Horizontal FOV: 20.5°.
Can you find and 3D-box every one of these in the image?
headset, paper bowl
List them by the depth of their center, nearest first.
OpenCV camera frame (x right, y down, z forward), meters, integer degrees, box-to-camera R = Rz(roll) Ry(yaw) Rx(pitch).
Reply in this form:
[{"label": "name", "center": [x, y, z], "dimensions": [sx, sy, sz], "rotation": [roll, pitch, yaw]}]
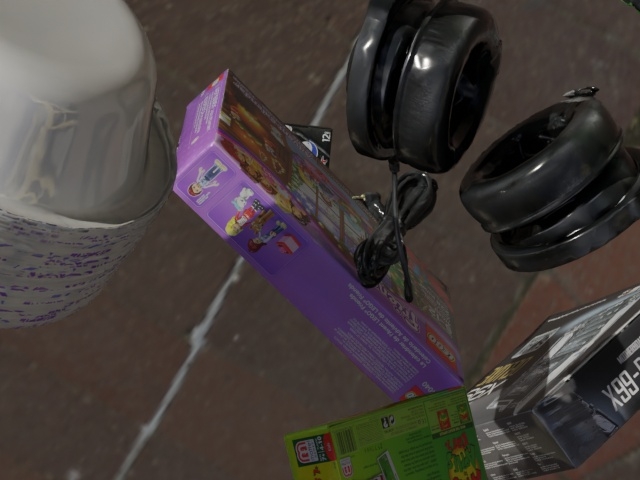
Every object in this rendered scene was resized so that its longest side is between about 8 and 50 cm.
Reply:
[{"label": "paper bowl", "center": [-0.212, -0.097, 1.045], "dimensions": [0.284, 0.284, 0.148], "rotation": [37, 116, -2]}, {"label": "headset", "center": [0.129, -0.092, 1.284], "dimensions": [0.243, 0.185, 0.394], "rotation": [37, 135, 0]}]

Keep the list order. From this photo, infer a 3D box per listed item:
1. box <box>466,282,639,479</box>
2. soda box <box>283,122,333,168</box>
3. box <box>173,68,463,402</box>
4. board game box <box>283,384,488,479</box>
[{"label": "box", "center": [0.248, 0.149, 1.814], "dimensions": [0.076, 0.242, 0.307], "rotation": [53, 157, -2]}, {"label": "soda box", "center": [-0.030, -0.082, 1.788], "dimensions": [0.053, 0.169, 0.060], "rotation": [6, 87, -11]}, {"label": "box", "center": [0.000, 0.000, 1.496], "dimensions": [0.057, 0.201, 0.293], "rotation": [-41, 107, 16]}, {"label": "board game box", "center": [0.053, 0.168, 1.302], "dimensions": [0.043, 0.181, 0.092], "rotation": [-16, 85, 37]}]
